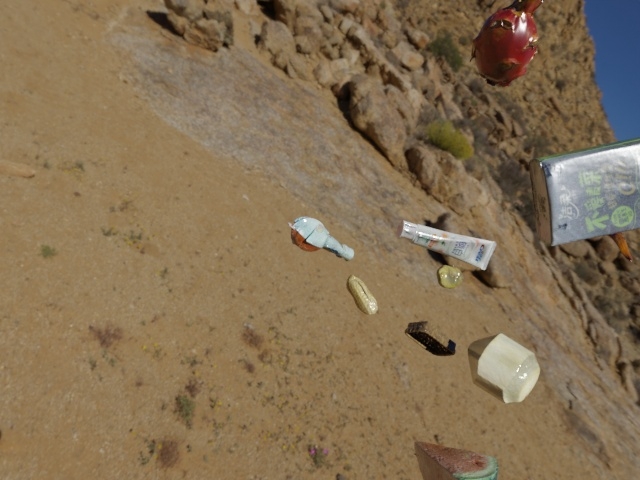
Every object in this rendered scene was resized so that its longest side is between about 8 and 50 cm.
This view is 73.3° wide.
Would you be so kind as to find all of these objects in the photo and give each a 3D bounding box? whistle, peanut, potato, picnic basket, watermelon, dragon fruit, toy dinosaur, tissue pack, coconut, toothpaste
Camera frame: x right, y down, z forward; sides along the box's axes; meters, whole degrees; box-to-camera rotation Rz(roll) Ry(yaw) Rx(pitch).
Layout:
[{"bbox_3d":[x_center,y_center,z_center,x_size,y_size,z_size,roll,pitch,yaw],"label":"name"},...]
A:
[{"bbox_3d":[-0.001,0.000,1.728,0.346,0.134,0.142,28,-5,-38],"label":"whistle"},{"bbox_3d":[0.154,0.209,1.641,0.080,0.080,0.175,3,48,-55],"label":"peanut"},{"bbox_3d":[0.502,0.143,1.693,0.137,0.092,0.070,11,-11,-35],"label":"potato"},{"bbox_3d":[0.399,0.352,1.552,0.193,0.110,0.055,37,57,-25],"label":"picnic basket"},{"bbox_3d":[0.455,0.761,1.406,0.283,0.250,0.293,-20,63,-42],"label":"watermelon"},{"bbox_3d":[0.391,-0.428,0.863,0.125,0.246,0.125,-16,61,-27],"label":"dragon fruit"},{"bbox_3d":[1.102,-0.051,1.674,0.208,0.097,0.432,15,45,32],"label":"toy dinosaur"},{"bbox_3d":[0.903,-0.162,1.390,0.124,0.394,0.288,-80,158,-80],"label":"tissue pack"},{"bbox_3d":[0.592,0.416,1.427,0.202,0.202,0.222,11,17,-47],"label":"coconut"},{"bbox_3d":[0.402,0.009,1.376,0.323,0.100,0.066,16,13,-9],"label":"toothpaste"}]
